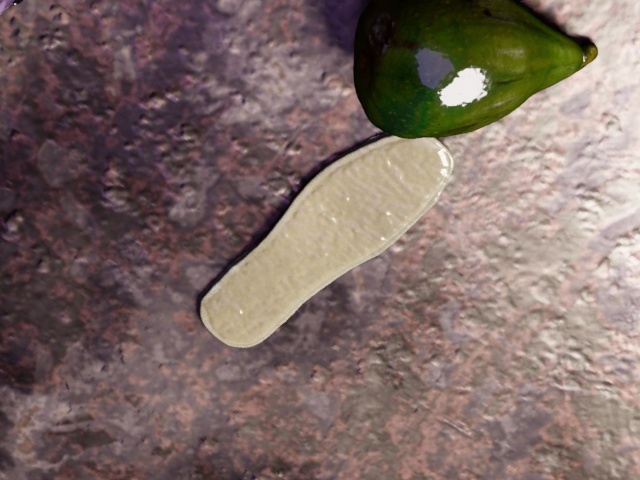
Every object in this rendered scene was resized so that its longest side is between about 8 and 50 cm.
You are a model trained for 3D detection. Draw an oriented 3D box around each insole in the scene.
[{"bbox_3d":[0.000,0.000,1.244,0.081,0.011,0.248,41,114,-16],"label":"insole"}]

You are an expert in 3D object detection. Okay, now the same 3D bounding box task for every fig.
[{"bbox_3d":[0.112,-0.126,1.123,0.177,0.117,0.117,1,118,-7],"label":"fig"}]

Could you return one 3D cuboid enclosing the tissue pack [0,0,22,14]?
[{"bbox_3d":[-0.396,-0.266,1.088,0.259,0.122,0.361,-19,112,13],"label":"tissue pack"}]
